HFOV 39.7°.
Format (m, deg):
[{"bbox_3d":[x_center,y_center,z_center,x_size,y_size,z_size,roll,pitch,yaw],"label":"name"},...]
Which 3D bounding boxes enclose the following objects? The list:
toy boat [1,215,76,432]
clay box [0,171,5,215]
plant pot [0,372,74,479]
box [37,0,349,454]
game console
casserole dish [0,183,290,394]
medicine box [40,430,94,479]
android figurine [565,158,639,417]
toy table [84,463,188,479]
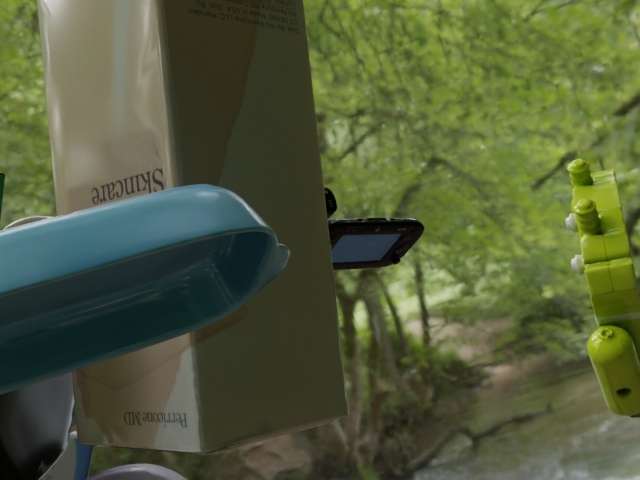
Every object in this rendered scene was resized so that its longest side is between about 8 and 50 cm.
[{"bbox_3d":[-0.368,0.094,0.975,0.318,0.267,0.148,13,13,-2],"label":"toy boat"},{"bbox_3d":[-0.253,0.038,0.543,0.127,0.222,0.053,-2,-9,42],"label":"clay box"},{"bbox_3d":[-0.290,0.108,0.702,0.188,0.187,0.167,10,1,21],"label":"plant pot"},{"bbox_3d":[-0.086,-0.029,0.576,0.121,0.311,0.148,-2,-7,-45],"label":"box"},{"bbox_3d":[0.000,0.000,1.197,0.361,0.044,0.213,-2,-28,-38],"label":"game console"},{"bbox_3d":[-0.105,0.022,0.387,0.188,0.037,0.114,-18,-21,-23],"label":"casserole dish"},{"bbox_3d":[-0.488,0.355,1.254,0.289,0.263,0.149,11,7,-16],"label":"medicine box"},{"bbox_3d":[0.289,0.045,0.884,0.056,0.273,0.248,-12,39,20],"label":"android figurine"},{"bbox_3d":[-0.186,0.306,0.633,0.252,0.274,0.161,17,0,2],"label":"toy table"}]
